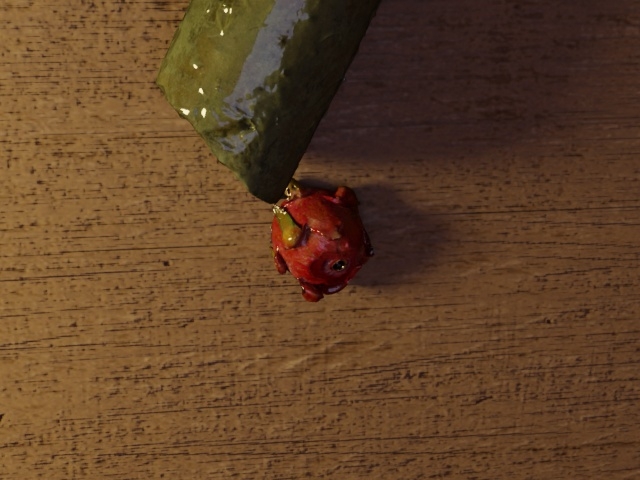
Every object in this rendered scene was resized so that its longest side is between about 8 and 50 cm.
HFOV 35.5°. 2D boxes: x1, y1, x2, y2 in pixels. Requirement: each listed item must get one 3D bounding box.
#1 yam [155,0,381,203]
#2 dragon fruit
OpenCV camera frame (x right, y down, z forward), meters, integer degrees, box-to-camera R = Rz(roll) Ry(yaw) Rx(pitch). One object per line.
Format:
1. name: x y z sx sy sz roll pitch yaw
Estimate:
1. yam: -0.039 -0.198 0.914 0.168 0.168 0.304 24 105 -17
2. dragon fruit: 0.003 0.004 1.049 0.112 0.068 0.126 2 112 -10
